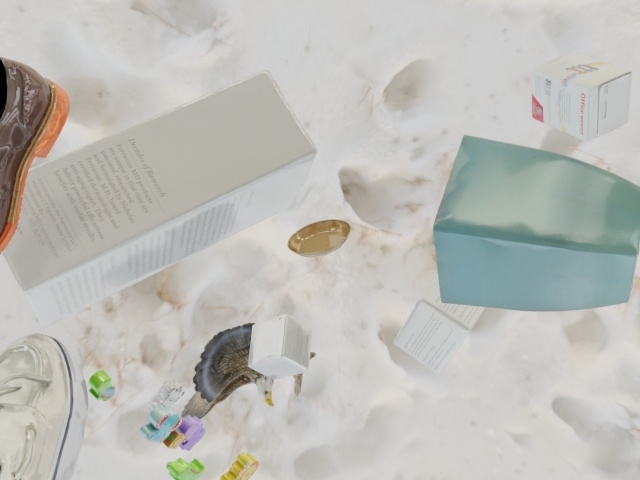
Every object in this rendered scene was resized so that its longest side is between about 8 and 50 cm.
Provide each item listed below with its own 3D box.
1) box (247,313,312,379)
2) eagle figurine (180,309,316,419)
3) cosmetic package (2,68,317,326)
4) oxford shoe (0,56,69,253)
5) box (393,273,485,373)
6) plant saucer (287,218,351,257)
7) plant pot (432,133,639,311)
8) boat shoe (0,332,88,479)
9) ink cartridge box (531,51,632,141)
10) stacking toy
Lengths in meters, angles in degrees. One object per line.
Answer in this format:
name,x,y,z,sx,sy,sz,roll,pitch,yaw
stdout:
box,-0.084,0.224,1.689,0.102,0.101,0.087,-22,138,34
eagle figurine,-0.167,0.289,1.807,0.299,0.225,0.226,-4,100,-20
cosmetic package,-0.250,-0.062,1.214,0.453,0.230,0.161,-27,79,-20
oxford shoe,-0.377,-0.070,0.874,0.097,0.098,0.271,15,78,29
box,0.267,0.147,1.691,0.119,0.181,0.181,34,51,11
plant saucer,0.000,0.000,1.018,0.084,0.083,0.015,-16,117,2
plant pot,0.283,-0.010,1.030,0.234,0.165,0.165,9,54,20
boat shoe,-0.335,0.204,0.781,0.136,0.367,0.156,-17,130,12
ink cartridge box,0.570,-0.318,1.774,0.127,0.176,0.128,-24,127,-20
stacking toy,-0.177,0.231,1.000,0.167,0.221,0.052,37,85,24
